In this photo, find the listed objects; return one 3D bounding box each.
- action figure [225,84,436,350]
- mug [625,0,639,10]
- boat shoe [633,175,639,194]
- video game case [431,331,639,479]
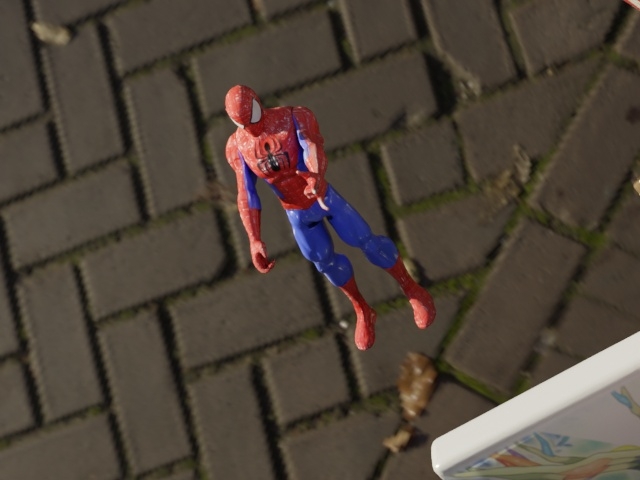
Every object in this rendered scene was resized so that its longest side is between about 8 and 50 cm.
[{"bbox_3d":[0.000,0.000,1.260,0.091,0.280,0.139,-23,34,18],"label":"action figure"},{"bbox_3d":[0.213,-0.141,0.812,0.169,0.150,0.113,30,84,6],"label":"mug"},{"bbox_3d":[0.440,-0.093,1.732,0.190,0.068,0.072,-39,88,21],"label":"boat shoe"},{"bbox_3d":[0.299,0.167,1.149,0.329,0.300,0.036,-31,33,24],"label":"video game case"}]
